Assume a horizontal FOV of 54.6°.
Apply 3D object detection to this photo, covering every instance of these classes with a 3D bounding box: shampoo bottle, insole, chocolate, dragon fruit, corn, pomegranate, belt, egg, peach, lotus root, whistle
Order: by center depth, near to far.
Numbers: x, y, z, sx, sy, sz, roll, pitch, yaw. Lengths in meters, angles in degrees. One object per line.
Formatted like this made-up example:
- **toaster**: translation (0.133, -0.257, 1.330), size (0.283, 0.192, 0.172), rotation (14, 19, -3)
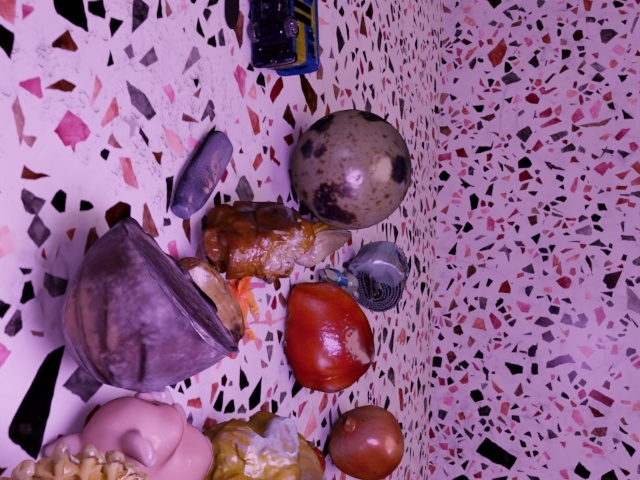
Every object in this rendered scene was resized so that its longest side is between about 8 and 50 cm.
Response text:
- **chocolate**: translation (-0.306, 0.138, 1.028), size (0.213, 0.303, 0.303), rotation (-38, 141, -4)
- **lotus root**: translation (-0.240, 0.136, 1.350), size (0.110, 0.097, 0.259), rotation (-38, 128, -23)
- **shampoo bottle**: translation (-0.260, -0.144, 1.364), size (0.087, 0.049, 0.234), rotation (64, 35, -40)
- **insole**: translation (-0.212, -0.606, 1.524), size (0.064, 0.004, 0.189), rotation (36, 57, -62)
- **egg**: translation (0.098, -0.205, 1.806), size (0.428, 0.344, 0.345), rotation (-13, 102, -67)
- **peach**: translation (0.003, 0.277, 1.830), size (0.338, 0.281, 0.281), rotation (51, 30, -1)
- **dragon fruit**: translation (-0.032, 0.658, 1.848), size (0.162, 0.083, 0.106), rotation (-40, 124, -57)
- **corn**: translation (0.002, 0.004, 1.855), size (0.305, 0.122, 0.123), rotation (-24, 134, -66)
- **pomegranate**: translation (0.143, 0.658, 2.044), size (0.270, 0.252, 0.229), rotation (42, 41, -33)
- **whistle**: translation (0.058, 0.135, 2.055), size (0.235, 0.077, 0.114), rotation (24, 38, -58)
- **belt**: translation (0.212, 0.127, 2.235), size (0.150, 0.207, 0.258), rotation (-61, 151, -51)

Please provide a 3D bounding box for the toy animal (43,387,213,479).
- **toy animal**: translation (-0.305, 0.367, 1.100), size (0.213, 0.195, 0.256), rotation (-75, 151, -50)

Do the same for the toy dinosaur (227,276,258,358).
- **toy dinosaur**: translation (-0.197, 0.142, 1.493), size (0.117, 0.070, 0.288), rotation (51, 40, -54)

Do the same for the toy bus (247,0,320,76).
- **toy bus**: translation (-0.096, -0.590, 1.623), size (0.175, 0.138, 0.288), rotation (-11, 100, -65)

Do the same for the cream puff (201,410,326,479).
- **cream puff**: translation (-0.177, 0.528, 1.327), size (0.378, 0.275, 0.378), rotation (-32, 141, -29)

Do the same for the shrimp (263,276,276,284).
- **shrimp**: translation (-0.135, 0.034, 1.646), size (0.217, 0.051, 0.150), rotation (57, 44, -59)

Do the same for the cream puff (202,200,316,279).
- **cream puff**: translation (-0.138, -0.006, 1.401), size (0.241, 0.268, 0.155), rotation (-117, -141, -55)

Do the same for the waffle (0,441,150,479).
- **waffle**: translation (-0.379, 0.381, 0.894), size (0.261, 0.250, 0.056), rotation (57, 4, -46)
